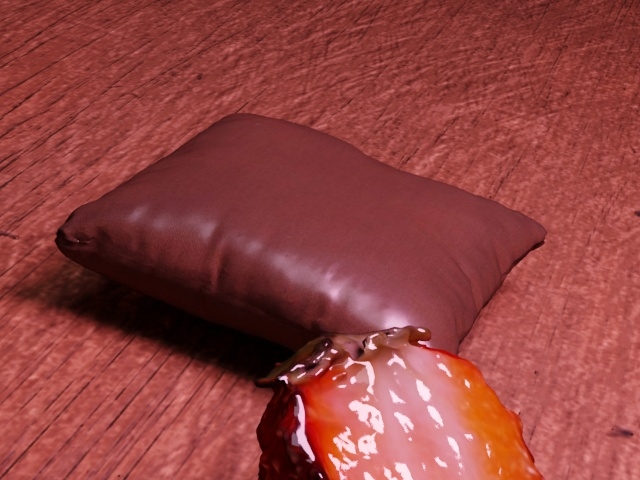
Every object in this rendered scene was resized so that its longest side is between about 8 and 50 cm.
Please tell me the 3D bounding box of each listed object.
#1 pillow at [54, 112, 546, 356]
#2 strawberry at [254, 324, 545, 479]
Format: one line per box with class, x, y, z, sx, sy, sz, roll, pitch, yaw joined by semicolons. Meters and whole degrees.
pillow;0.000;0.000;1.110;0.305;0.108;0.308;21;27;14
strawberry;0.045;0.168;0.821;0.190;0.111;0.236;2;49;-42
